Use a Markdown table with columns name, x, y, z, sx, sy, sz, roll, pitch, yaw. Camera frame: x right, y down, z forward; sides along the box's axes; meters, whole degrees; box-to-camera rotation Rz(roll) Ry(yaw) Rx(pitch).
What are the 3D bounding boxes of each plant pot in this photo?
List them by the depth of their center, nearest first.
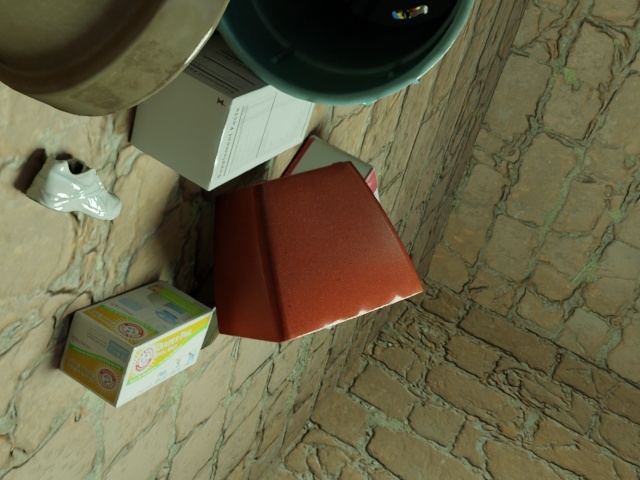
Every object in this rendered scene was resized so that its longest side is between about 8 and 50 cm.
| name | x | y | z | sx | sy | sz | roll | pitch | yaw |
| --- | --- | --- | --- | --- | --- | --- | --- | --- | --- |
| plant pot | -0.216 | -0.238 | 0.497 | 0.229 | 0.263 | 0.263 | 14 | 104 | -58 |
| plant pot | 0.066 | -0.384 | 0.968 | 0.334 | 0.341 | 0.341 | -49 | 160 | -59 |
| plant pot | -0.034 | 0.009 | 1.218 | 0.267 | 0.267 | 0.235 | -17 | 95 | -28 |

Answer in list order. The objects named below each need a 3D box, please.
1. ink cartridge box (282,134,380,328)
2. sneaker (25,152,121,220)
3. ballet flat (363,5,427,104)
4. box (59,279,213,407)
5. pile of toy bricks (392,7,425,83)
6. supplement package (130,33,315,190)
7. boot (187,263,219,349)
| name | x | y | z | sx | sy | sz | roll | pitch | yaw |
| --- | --- | --- | --- | --- | --- | --- | --- | --- | --- |
| ink cartridge box | 0.000 | 0.000 | 1.593 | 0.279 | 0.160 | 0.384 | -58 | 163 | -14 |
| sneaker | -0.278 | -0.062 | 0.874 | 0.061 | 0.054 | 0.152 | -66 | 162 | 3 |
| ballet flat | 0.125 | -0.434 | 1.349 | 0.408 | 0.147 | 0.147 | -63 | 163 | 6 |
| box | -0.272 | 0.149 | 1.111 | 0.203 | 0.114 | 0.103 | -22 | 137 | -63 |
| pile of toy bricks | 0.119 | -0.338 | 1.244 | 0.118 | 0.105 | 0.212 | 48 | 46 | -41 |
| supplement package | -0.118 | -0.188 | 0.998 | 0.244 | 0.134 | 0.139 | -37 | 154 | -54 |
| boot | -0.202 | 0.114 | 1.317 | 0.219 | 0.082 | 0.106 | -65 | 166 | 17 |
